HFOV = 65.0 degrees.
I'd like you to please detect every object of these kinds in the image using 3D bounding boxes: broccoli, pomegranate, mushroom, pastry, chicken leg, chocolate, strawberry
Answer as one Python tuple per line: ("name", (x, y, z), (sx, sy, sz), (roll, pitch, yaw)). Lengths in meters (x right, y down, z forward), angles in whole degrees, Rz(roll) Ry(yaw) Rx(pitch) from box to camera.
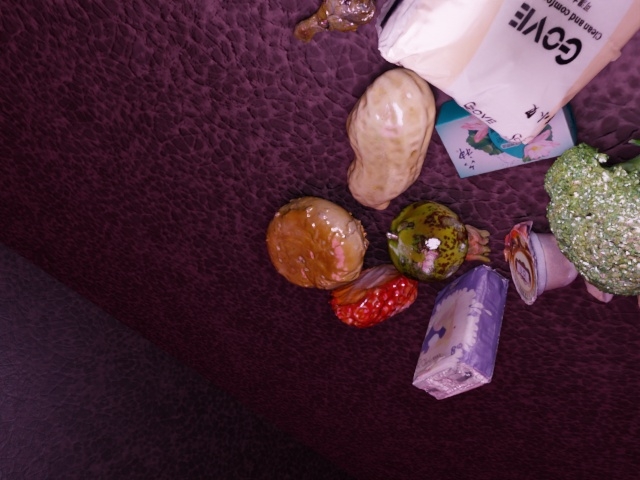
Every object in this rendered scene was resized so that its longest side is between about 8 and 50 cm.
("broccoli", (0.618, -0.040, 0.971), (0.413, 0.321, 0.310), (27, 127, -21))
("pomegranate", (0.308, -0.009, 1.291), (0.276, 0.222, 0.204), (-19, 126, 0))
("mushroom", (0.715, 0.087, 1.287), (0.071, 0.084, 0.209), (44, 173, 48))
("pastry", (0.000, 0.000, 1.445), (0.315, 0.184, 0.285), (-8, 112, 39))
("chicken leg", (0.019, -0.450, 1.005), (0.197, 0.069, 0.085), (-6, 158, 42))
("chocolate", (0.562, 0.043, 1.251), (0.147, 0.221, 0.221), (-15, 135, 3))
("strawberry", (0.156, 0.177, 1.470), (0.265, 0.336, 0.149), (-11, 100, 31))

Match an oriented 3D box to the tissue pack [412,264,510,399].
("tissue pack", (0.400, 0.263, 1.428), (0.125, 0.344, 0.242), (32, 143, -7))

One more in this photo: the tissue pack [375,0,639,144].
("tissue pack", (0.314, -0.375, 0.793), (0.375, 0.195, 0.390), (20, 125, -20))

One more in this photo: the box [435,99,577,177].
("box", (0.384, -0.237, 1.042), (0.244, 0.092, 0.153), (-12, 131, 36))

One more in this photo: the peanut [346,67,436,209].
("peanut", (0.142, -0.211, 1.135), (0.192, 0.169, 0.387), (30, 146, 17))

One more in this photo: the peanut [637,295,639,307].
("peanut", (0.821, 0.097, 1.205), (0.123, 0.124, 0.257), (-7, 129, 34))
